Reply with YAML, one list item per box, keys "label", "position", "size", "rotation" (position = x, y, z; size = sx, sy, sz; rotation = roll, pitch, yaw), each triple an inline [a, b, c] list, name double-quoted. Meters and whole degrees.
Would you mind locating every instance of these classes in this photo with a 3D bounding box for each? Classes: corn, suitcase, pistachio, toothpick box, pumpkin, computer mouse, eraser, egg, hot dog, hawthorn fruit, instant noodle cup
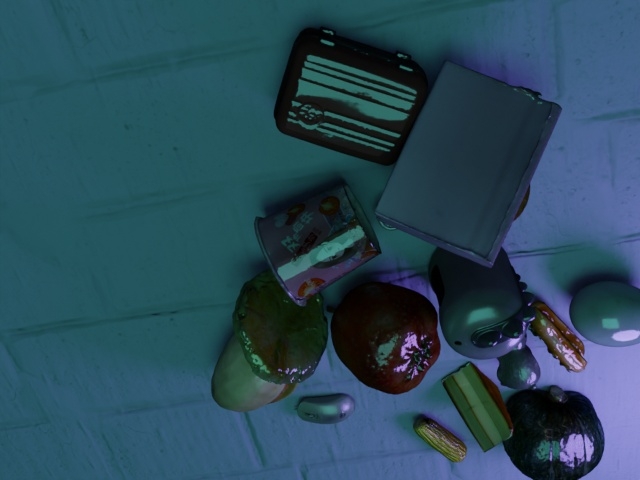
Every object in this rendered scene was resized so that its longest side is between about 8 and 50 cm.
- label: "corn"
  position: [0.359, 0.594, 2.195]
  size: [0.203, 0.072, 0.072]
  rotation: [39, 115, -20]
- label: "suitcase"
  position: [0.061, -0.307, 1.576]
  size: [0.297, 0.161, 0.236]
  rotation: [16, 120, -10]
- label: "pistachio"
  position: [-0.164, 0.325, 1.959]
  size: [0.230, 0.229, 0.308]
  rotation: [31, 118, -17]
- label: "toothpick box"
  position: [0.392, 0.146, 1.766]
  size: [0.229, 0.316, 0.228]
  rotation: [0, 122, 0]
- label: "pumpkin"
  position: [0.672, 0.574, 2.105]
  size: [0.293, 0.196, 0.263]
  rotation: [-1, 120, -1]
- label: "computer mouse"
  position: [0.011, 0.498, 2.147]
  size: [0.182, 0.056, 0.089]
  rotation: [-3, 117, 4]
- label: "eraser"
  position: [0.306, -0.159, 1.544]
  size: [0.272, 0.122, 0.359]
  rotation: [23, 88, 11]
- label: "egg"
  position: [0.750, 0.188, 1.874]
  size: [0.231, 0.168, 0.167]
  rotation: [6, 122, -7]
- label: "hot dog"
  position: [0.623, 0.254, 1.953]
  size: [0.072, 0.109, 0.269]
  rotation: [-34, 112, 30]
- label: "hawthorn fruit"
  position: [0.137, 0.230, 1.872]
  size: [0.330, 0.287, 0.286]
  rotation: [23, 133, 40]
- label: "instant noodle cup"
  position: [0.000, 0.000, 1.736]
  size: [0.231, 0.243, 0.243]
  rotation: [-28, 118, 10]

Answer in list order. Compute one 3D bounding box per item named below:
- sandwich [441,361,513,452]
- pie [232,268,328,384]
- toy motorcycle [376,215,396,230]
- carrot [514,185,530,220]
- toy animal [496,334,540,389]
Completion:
- label: "sandwich"
  position: [0.436, 0.465, 2.049]
  size: [0.117, 0.187, 0.144]
  rotation: [-40, 119, 22]
- label: "pie"
  position: [-0.097, 0.211, 1.831]
  size: [0.306, 0.306, 0.071]
  rotation: [39, 142, -21]
- label: "toy motorcycle"
  position: [0.242, -0.114, 1.742]
  size: [0.254, 0.112, 0.112]
  rotation: [-30, 117, 12]
- label: "carrot"
  position: [0.318, -0.148, 1.648]
  size: [0.307, 0.100, 0.258]
  rotation: [28, 88, 6]
- label: "toy animal"
  position: [0.525, 0.286, 1.977]
  size: [0.108, 0.138, 0.236]
  rotation: [-17, 110, -24]
